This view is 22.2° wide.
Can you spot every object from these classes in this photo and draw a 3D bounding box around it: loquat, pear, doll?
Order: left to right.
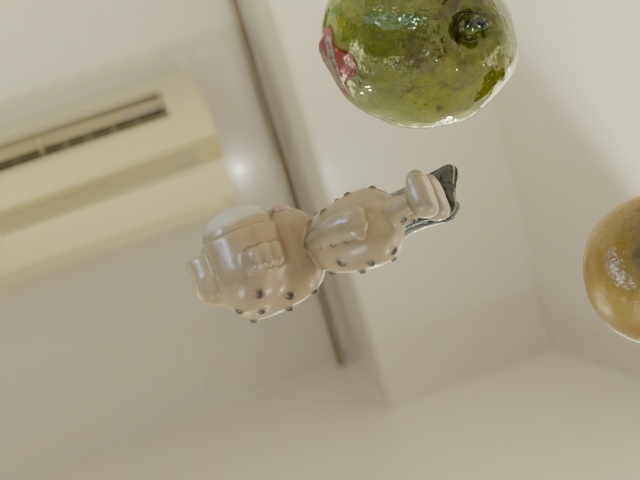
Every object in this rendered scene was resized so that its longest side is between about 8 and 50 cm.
[{"bbox_3d":[0.000,0.000,1.716,0.278,0.119,0.154,-20,170,8],"label":"doll"},{"bbox_3d":[0.163,-0.308,2.461,0.287,0.287,0.375,-23,-169,-20],"label":"pear"},{"bbox_3d":[0.577,0.047,2.769,0.263,0.263,0.263,-15,-162,5],"label":"loquat"}]

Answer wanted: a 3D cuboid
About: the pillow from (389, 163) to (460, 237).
[{"bbox_3d":[0.118,-0.040,2.063,0.136,0.091,0.055,-28,154,27],"label":"pillow"}]
